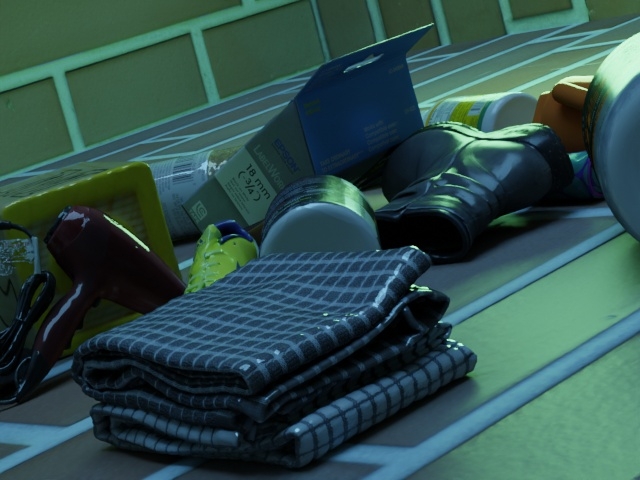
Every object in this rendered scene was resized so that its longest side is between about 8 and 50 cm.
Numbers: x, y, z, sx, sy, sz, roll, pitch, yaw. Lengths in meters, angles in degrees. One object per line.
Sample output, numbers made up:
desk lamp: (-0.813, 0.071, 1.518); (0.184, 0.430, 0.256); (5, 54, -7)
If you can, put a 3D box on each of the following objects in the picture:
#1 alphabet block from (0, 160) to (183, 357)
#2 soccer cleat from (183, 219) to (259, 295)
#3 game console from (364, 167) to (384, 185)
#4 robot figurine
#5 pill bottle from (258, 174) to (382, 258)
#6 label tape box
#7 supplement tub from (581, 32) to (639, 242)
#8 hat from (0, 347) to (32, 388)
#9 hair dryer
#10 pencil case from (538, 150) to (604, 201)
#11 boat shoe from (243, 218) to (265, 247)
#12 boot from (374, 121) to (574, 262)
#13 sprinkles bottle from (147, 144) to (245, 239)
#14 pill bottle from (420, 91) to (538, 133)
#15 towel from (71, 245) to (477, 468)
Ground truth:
alphabet block: (-0.297, 0.018, 1.958); (0.193, 0.192, 0.197); (-22, 12, -26)
soccer cleat: (-0.112, 0.050, 1.718); (0.093, 0.121, 0.289); (-13, 11, 7)
game console: (0.134, -0.105, 2.468); (0.124, 0.085, 0.144); (-44, -6, 29)
robot figurine: (0.359, -0.142, 2.035); (0.219, 0.158, 0.128); (5, 37, 48)
pill bottle: (0.000, 0.000, 1.798); (0.130, 0.130, 0.246); (-14, 12, 3)
label tape box: (0.008, -0.121, 2.132); (0.240, 0.106, 0.333); (-27, -10, -47)
supplement tub: (0.370, -0.108, 1.657); (0.207, 0.207, 0.338); (-13, 10, 8)
hat: (-0.476, 0.122, 1.816); (0.331, 0.134, 0.331); (-15, 11, 3)
hair dryer: (-0.268, 0.069, 1.793); (0.293, 0.224, 0.080); (-3, -17, -22)
pencil case: (0.290, -0.082, 1.999); (0.064, 0.070, 0.151); (30, -17, -34)
boat shoe: (-0.053, 0.003, 1.985); (0.207, 0.073, 0.073); (-18, -1, 10)
boot: (0.120, -0.051, 1.982); (0.222, 0.118, 0.338); (-32, 10, -29)
sprinkles bottle: (-0.227, -0.057, 2.420); (0.355, 0.121, 0.121); (-11, 11, 15)
pill bottle: (0.210, -0.141, 2.275); (0.117, 0.118, 0.208); (-22, 13, -32)
towel: (-0.046, 0.094, 1.416); (0.235, 0.121, 0.283); (-24, 15, -38)
